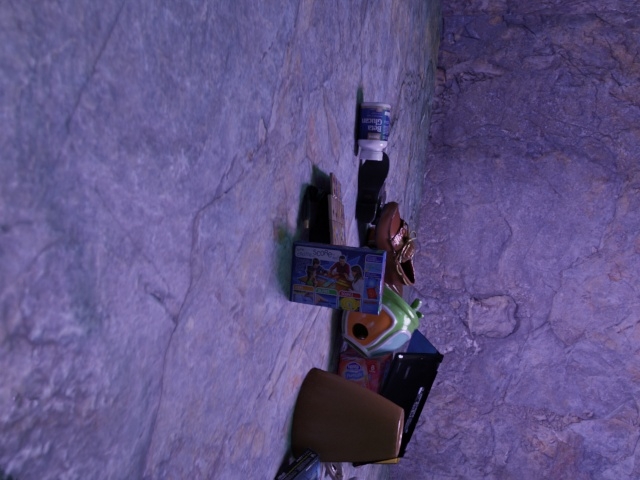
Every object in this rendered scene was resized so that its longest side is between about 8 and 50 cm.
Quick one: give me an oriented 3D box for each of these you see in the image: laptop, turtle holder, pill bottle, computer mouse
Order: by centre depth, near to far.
[{"bbox_3d":[0.000,0.000,1.158,0.184,0.060,0.262,32,66,-72],"label":"computer mouse"},{"bbox_3d":[0.162,-0.333,1.506,0.094,0.094,0.170,-23,118,-71],"label":"pill bottle"},{"bbox_3d":[0.172,0.255,1.587,0.227,0.243,0.320,-51,-175,-13],"label":"turtle holder"},{"bbox_3d":[0.235,0.512,1.683,0.407,0.236,0.382,14,98,-44],"label":"laptop"}]

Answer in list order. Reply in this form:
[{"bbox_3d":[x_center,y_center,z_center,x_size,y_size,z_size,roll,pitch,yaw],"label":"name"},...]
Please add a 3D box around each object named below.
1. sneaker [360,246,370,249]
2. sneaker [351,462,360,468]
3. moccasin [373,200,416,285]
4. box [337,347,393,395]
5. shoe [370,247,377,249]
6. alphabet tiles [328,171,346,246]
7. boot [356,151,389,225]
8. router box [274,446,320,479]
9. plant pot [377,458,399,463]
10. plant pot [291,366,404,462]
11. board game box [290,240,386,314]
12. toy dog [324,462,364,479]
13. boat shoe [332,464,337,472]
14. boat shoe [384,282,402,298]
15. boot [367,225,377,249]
[{"bbox_3d":[0.159,0.106,1.723,0.085,0.058,0.152,53,39,-54],"label":"sneaker"},{"bbox_3d":[0.099,0.661,1.689,0.128,0.087,0.221,58,-1,-15],"label":"sneaker"},{"bbox_3d":[0.274,0.024,1.712,0.139,0.146,0.380,-53,144,-41],"label":"moccasin"},{"bbox_3d":[0.159,0.460,1.711,0.300,0.142,0.154,20,77,-73],"label":"box"},{"bbox_3d":[0.193,0.116,1.842,0.081,0.063,0.178,24,78,-74],"label":"shoe"},{"bbox_3d":[0.047,-0.017,1.256,0.342,0.011,0.286,2,86,-82],"label":"alphabet tiles"},{"bbox_3d":[0.189,-0.173,1.689,0.229,0.091,0.263,-22,127,-72],"label":"boot"},{"bbox_3d":[-0.052,0.569,1.166,0.122,0.038,0.092,-27,124,-44],"label":"router box"},{"bbox_3d":[0.240,0.828,2.041,0.212,0.187,0.212,63,36,-62],"label":"plant pot"},{"bbox_3d":[0.082,0.472,1.277,0.237,0.254,0.237,6,90,-73],"label":"plant pot"},{"bbox_3d":[0.036,0.078,1.064,0.035,0.201,0.136,-23,119,-71],"label":"board game box"},{"bbox_3d":[0.047,0.845,1.472,0.160,0.220,0.334,-22,114,-35],"label":"toy dog"},{"bbox_3d":[0.053,0.745,1.649,0.049,0.042,0.133,-66,168,16],"label":"boat shoe"},{"bbox_3d":[0.221,0.243,1.899,0.123,0.123,0.342,52,40,-21],"label":"boat shoe"},{"bbox_3d":[0.215,-0.002,1.877,0.158,0.059,0.085,51,41,-68],"label":"boot"}]
